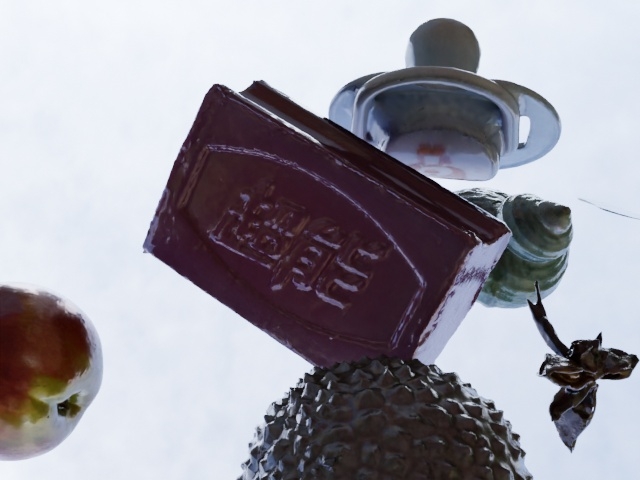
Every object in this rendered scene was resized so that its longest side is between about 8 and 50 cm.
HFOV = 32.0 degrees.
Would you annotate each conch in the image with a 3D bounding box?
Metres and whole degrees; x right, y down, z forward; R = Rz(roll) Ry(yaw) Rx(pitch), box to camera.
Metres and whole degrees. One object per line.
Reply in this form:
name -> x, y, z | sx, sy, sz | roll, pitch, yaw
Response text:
conch -> 0.286, 0.002, 1.732 | 0.195, 0.277, 0.220 | 34, -120, -19

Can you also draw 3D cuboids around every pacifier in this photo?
pacifier -> 0.152, -0.183, 1.343 | 0.279, 0.227, 0.207 | 5, -118, 7

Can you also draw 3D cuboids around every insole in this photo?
insole -> 0.438, -0.048, 1.677 | 0.065, 0.197, 0.004 | 9, -81, -12

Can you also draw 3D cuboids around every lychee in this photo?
lychee -> 0.048, 0.241, 1.022 | 0.300, 0.300, 0.300 | 12, -122, -20

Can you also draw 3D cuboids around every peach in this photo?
peach -> -0.331, 0.132, 1.178 | 0.192, 0.190, 0.190 | 22, -130, 21

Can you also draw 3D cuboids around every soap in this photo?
soap -> 0.000, 0.000, 1.257 | 0.360, 0.233, 0.128 | 32, -159, 19

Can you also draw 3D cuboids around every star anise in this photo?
star anise -> 0.276, 0.140, 1.313 | 0.144, 0.158, 0.140 | 28, -108, 43
